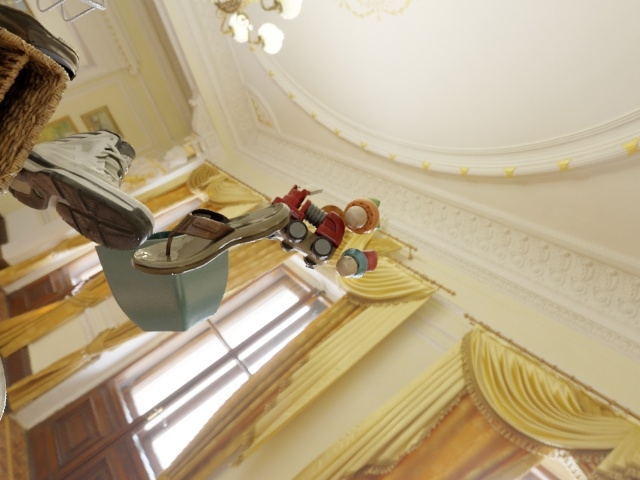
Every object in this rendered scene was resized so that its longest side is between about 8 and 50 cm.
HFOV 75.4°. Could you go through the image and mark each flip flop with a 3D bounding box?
[{"bbox_3d":[-0.184,-0.021,0.709,0.112,0.277,0.080,-137,-151,-59],"label":"flip flop"}]

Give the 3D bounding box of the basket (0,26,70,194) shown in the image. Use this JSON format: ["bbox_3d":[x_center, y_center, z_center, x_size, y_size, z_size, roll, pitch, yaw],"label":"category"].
[{"bbox_3d":[-0.681,-0.274,0.777,0.223,0.299,0.213,19,-12,22],"label":"basket"}]

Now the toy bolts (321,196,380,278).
[{"bbox_3d":[0.066,-0.003,1.177,0.218,0.158,0.229,-1,-83,25],"label":"toy bolts"}]

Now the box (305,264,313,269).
[{"bbox_3d":[0.000,0.000,1.505,0.036,0.114,0.207,19,-45,-9],"label":"box"}]

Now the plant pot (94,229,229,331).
[{"bbox_3d":[-0.396,0.105,1.111,0.247,0.247,0.253,-5,-82,21],"label":"plant pot"}]

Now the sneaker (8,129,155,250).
[{"bbox_3d":[-0.489,-0.154,0.933,0.447,0.257,0.169,22,-43,22],"label":"sneaker"}]

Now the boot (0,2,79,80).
[{"bbox_3d":[-0.661,-0.450,0.941,0.219,0.082,0.106,20,33,-49],"label":"boot"}]

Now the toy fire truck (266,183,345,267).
[{"bbox_3d":[-0.024,-0.073,1.179,0.217,0.246,0.158,34,-23,-2],"label":"toy fire truck"}]

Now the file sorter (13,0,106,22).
[{"bbox_3d":[-0.685,-0.664,0.957,0.173,0.277,0.193,-5,-88,27],"label":"file sorter"}]

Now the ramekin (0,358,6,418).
[{"bbox_3d":[-0.420,0.141,0.415,0.207,0.109,0.207,53,-24,37],"label":"ramekin"}]
